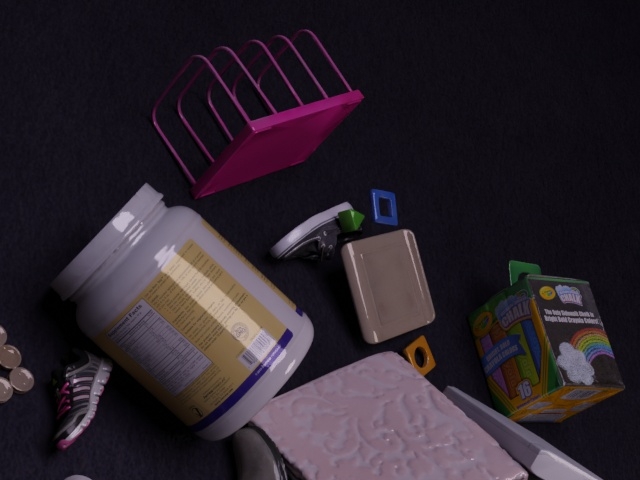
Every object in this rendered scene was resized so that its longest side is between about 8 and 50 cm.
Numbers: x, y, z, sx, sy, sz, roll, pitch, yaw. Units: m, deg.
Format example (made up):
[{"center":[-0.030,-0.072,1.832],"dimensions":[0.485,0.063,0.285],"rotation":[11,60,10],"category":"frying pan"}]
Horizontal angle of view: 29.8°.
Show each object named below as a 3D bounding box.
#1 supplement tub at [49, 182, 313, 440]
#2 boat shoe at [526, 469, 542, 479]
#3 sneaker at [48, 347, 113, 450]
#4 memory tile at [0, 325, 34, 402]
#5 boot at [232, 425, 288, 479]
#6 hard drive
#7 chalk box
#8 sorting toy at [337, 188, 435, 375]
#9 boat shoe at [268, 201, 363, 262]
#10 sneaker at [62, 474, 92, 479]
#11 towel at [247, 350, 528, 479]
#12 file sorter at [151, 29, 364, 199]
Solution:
[{"center":[-0.200,0.102,1.745],"dimensions":[0.331,0.241,0.241],"rotation":[43,43,-8],"category":"supplement tub"},{"center":[0.460,0.514,2.135],"dimensions":[0.335,0.095,0.112],"rotation":[30,77,-2],"category":"boat shoe"},{"center":[-0.348,0.215,1.673],"dimensions":[0.074,0.063,0.170],"rotation":[35,40,-17],"category":"sneaker"},{"center":[-0.467,0.158,1.646],"dimensions":[0.113,0.012,0.148],"rotation":[-26,80,-47],"category":"memory tile"},{"center":[-0.124,0.388,1.735],"dimensions":[0.161,0.083,0.247],"rotation":[-1,61,-35],"category":"boot"},{"center":[0.361,0.356,2.012],"dimensions":[0.233,0.353,0.047],"rotation":[32,88,-20],"category":"hard drive"},{"center":[0.410,0.178,2.264],"dimensions":[0.180,0.179,0.289],"rotation":[8,56,-36],"category":"chalk box"},{"center":[0.113,0.083,2.146],"dimensions":[0.196,0.047,0.348],"rotation":[-13,88,-49],"category":"sorting toy"},{"center":[0.000,0.000,2.116],"dimensions":[0.076,0.080,0.228],"rotation":[54,35,6],"category":"boat shoe"},{"center":[-0.299,0.443,1.514],"dimensions":[0.152,0.114,0.305],"rotation":[2,61,-41],"category":"sneaker"},{"center":[0.098,0.319,1.844],"dimensions":[0.317,0.053,0.332],"rotation":[-19,44,-33],"category":"towel"},{"center":[-0.116,-0.231,2.083],"dimensions":[0.290,0.202,0.182],"rotation":[-23,75,-47],"category":"file sorter"}]
